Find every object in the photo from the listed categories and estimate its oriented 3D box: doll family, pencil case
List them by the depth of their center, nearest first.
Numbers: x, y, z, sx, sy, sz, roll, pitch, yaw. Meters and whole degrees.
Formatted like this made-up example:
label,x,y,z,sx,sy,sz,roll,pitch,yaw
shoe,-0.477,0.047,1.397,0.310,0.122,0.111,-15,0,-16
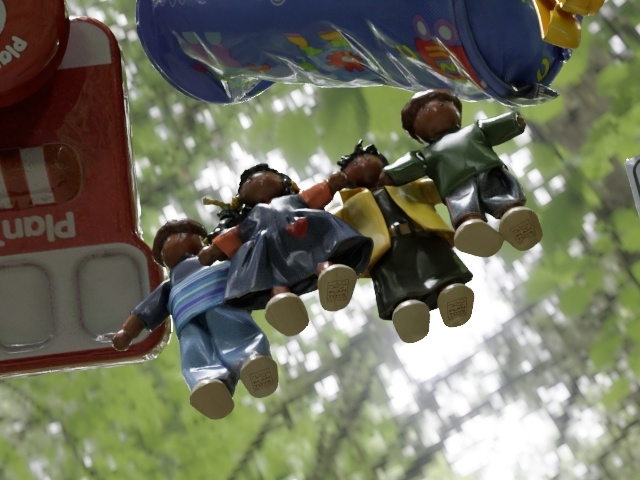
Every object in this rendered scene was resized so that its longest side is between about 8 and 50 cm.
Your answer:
label,x,y,z,sx,sy,sz,roll,pitch,yaw
doll family,0.000,0.000,0.828,0.193,0.111,0.076,-17,-46,-9
pencil case,0.024,-0.141,1.178,0.133,0.306,0.119,34,-110,-39

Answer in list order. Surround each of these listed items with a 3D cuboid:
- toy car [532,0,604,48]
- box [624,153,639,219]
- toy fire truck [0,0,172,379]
label,x,y,z,sx,sy,sz,roll,pitch,yaw
toy car,0.088,-0.073,0.453,0.060,0.122,0.040,27,-61,0
box,0.321,0.046,1.244,0.087,0.169,0.290,-30,-37,29
toy fire truck,-0.251,-0.031,1.174,0.302,0.254,0.169,-7,-12,-3
